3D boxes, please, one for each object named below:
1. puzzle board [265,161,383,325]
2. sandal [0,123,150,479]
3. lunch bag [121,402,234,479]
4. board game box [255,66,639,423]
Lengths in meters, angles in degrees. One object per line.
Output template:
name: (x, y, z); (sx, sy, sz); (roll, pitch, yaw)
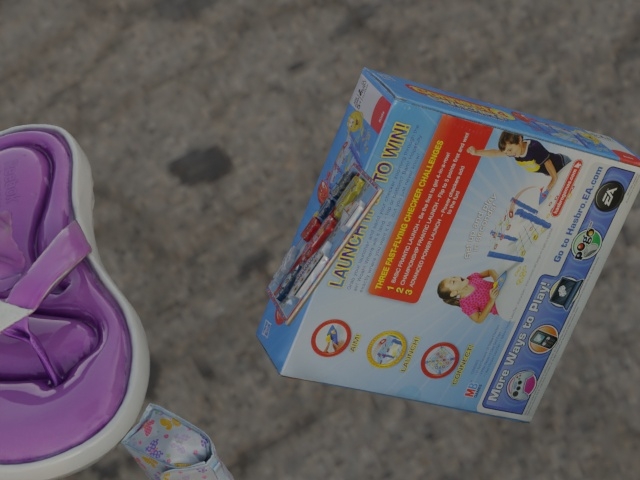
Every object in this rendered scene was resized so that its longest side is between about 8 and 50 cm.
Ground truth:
puzzle board: (0.000, 0.000, 1.389); (0.128, 0.011, 0.096); (-56, 16, 6)
sandal: (-0.234, 0.023, 1.283); (0.169, 0.102, 0.416); (-24, 36, -1)
lunch bag: (-0.109, 0.179, 1.416); (0.083, 0.071, 0.053); (23, 65, 29)
board game box: (0.131, 0.012, 1.772); (0.308, 0.302, 0.086); (-67, 28, 18)
